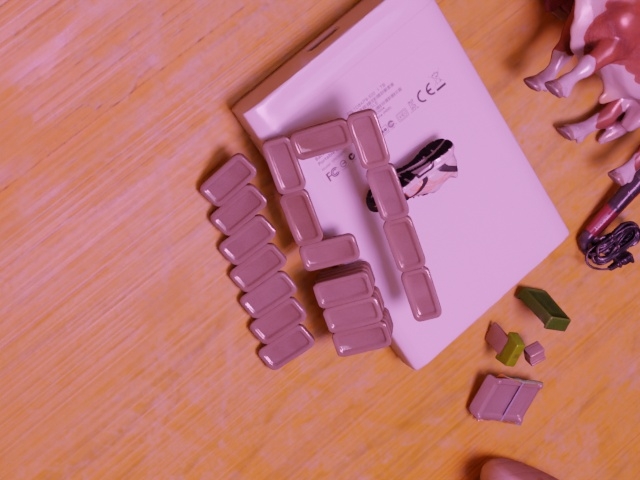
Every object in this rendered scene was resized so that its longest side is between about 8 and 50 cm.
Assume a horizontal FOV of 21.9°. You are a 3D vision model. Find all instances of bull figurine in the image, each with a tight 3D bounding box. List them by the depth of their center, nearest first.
[{"bbox_3d":[0.311,-0.202,1.732,0.188,0.101,0.310,-48,133,-2],"label":"bull figurine"}]

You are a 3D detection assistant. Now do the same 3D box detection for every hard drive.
[{"bbox_3d":[0.092,-0.069,1.708,0.233,0.047,0.353,-41,117,-13],"label":"hard drive"}]

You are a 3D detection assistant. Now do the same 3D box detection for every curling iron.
[{"bbox_3d":[0.382,-0.081,1.850,0.068,0.035,0.274,33,93,-32],"label":"curling iron"}]

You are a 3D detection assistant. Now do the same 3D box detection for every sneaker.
[{"bbox_3d":[0.096,-0.056,1.663,0.109,0.040,0.044,-33,127,-11],"label":"sneaker"}]

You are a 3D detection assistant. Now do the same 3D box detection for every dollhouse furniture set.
[{"bbox_3d":[0.215,0.130,1.838,0.076,0.058,0.151,9,118,-37],"label":"dollhouse furniture set"}]

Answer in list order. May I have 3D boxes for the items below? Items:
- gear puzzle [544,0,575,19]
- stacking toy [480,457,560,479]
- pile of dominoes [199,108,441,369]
[{"bbox_3d":[0.186,-0.375,1.677,0.339,0.044,0.175,30,88,-30],"label":"gear puzzle"},{"bbox_3d":[0.180,0.415,1.838,0.141,0.141,0.330,22,97,-30],"label":"stacking toy"},{"bbox_3d":[0.000,0.000,1.655,0.196,0.040,0.251,-15,113,12],"label":"pile of dominoes"}]
